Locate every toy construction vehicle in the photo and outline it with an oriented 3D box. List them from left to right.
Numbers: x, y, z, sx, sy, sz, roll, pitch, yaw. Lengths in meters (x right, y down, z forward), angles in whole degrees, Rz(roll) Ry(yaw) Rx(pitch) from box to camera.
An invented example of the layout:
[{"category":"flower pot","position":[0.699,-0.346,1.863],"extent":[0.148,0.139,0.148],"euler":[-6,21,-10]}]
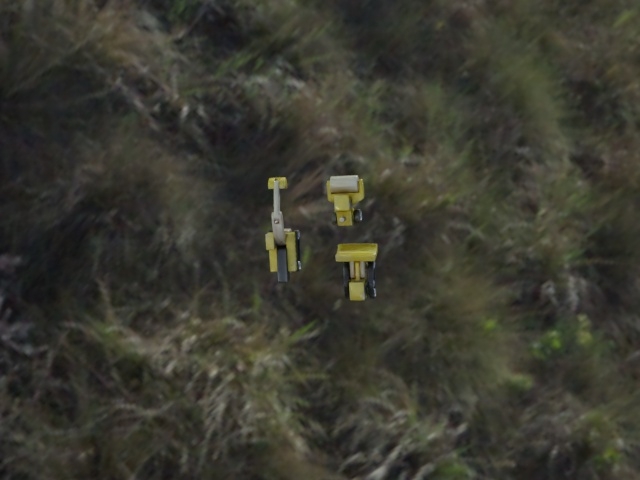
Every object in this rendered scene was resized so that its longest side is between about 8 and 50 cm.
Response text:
[{"category":"toy construction vehicle","position":[0.000,0.000,0.918],"extent":[0.035,0.085,0.098],"euler":[-52,143,-74]}]
